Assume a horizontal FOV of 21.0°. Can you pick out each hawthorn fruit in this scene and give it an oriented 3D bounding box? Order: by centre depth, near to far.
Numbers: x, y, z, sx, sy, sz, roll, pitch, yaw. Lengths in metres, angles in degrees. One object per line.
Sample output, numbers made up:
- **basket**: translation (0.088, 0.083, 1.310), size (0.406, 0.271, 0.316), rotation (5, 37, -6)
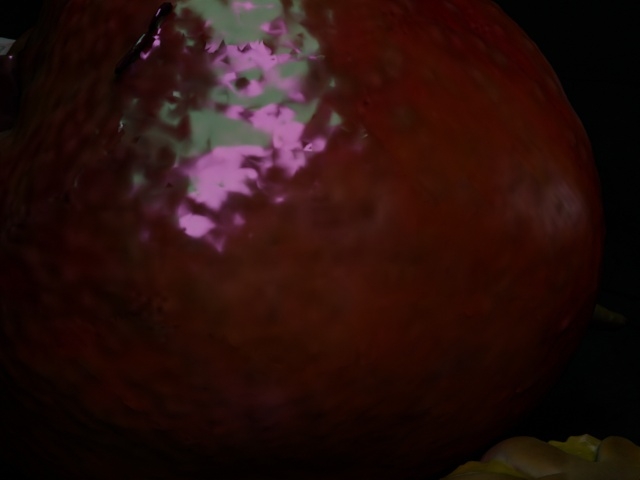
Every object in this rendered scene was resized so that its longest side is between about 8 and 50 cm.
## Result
- **hawthorn fruit**: translation (0.000, 0.000, 0.804), size (0.369, 0.285, 0.285), rotation (12, 25, -30)

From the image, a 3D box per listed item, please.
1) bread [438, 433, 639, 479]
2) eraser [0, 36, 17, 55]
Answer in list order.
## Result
- **bread**: translation (0.112, 0.155, 0.695), size (0.213, 0.105, 0.213), rotation (2, 33, -1)
- **eraser**: translation (-0.166, -0.079, 1.056), size (0.351, 0.061, 0.089), rotation (13, 27, 20)
